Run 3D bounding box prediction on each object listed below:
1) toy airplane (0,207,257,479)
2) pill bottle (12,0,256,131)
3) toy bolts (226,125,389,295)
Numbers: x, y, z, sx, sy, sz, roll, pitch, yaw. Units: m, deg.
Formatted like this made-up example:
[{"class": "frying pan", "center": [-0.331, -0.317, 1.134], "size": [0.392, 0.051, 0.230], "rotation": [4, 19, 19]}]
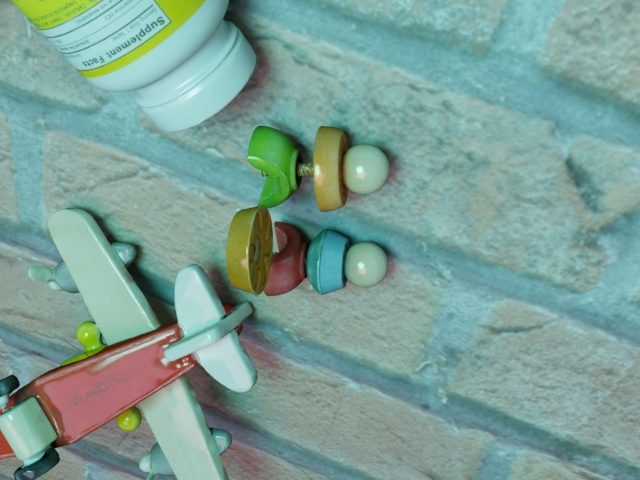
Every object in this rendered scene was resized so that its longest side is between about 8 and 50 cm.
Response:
[{"class": "toy airplane", "center": [-0.274, 0.181, 1.018], "size": [0.385, 0.272, 0.385], "rotation": [18, 90, -4]}, {"class": "pill bottle", "center": [-0.214, -0.276, 0.682], "size": [0.188, 0.187, 0.334], "rotation": [-15, 134, 27]}, {"class": "toy bolts", "center": [0.000, 0.000, 0.822], "size": [0.159, 0.218, 0.228], "rotation": [3, 140, 11]}]
